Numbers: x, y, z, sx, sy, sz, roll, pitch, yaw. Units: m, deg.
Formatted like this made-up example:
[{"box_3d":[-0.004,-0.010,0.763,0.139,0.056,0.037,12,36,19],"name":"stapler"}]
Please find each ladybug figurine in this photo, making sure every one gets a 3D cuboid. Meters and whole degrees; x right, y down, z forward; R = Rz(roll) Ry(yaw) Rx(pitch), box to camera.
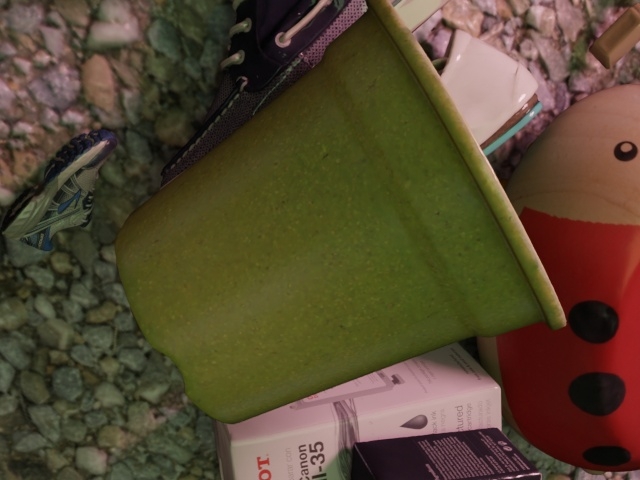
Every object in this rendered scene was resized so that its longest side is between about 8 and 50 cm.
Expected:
[{"box_3d":[0.320,0.070,0.872,0.304,0.162,0.450,-11,116,-12],"name":"ladybug figurine"}]

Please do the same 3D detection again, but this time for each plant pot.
[{"box_3d":[0.000,0.000,0.628,0.253,0.276,0.276,-29,113,9],"name":"plant pot"}]

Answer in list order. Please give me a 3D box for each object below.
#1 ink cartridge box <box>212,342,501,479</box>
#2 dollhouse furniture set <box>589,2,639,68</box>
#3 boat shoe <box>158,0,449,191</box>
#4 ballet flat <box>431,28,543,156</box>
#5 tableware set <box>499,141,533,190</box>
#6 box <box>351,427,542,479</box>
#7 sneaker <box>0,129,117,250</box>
[{"box_3d":[0.040,0.244,0.892,0.282,0.117,0.207,-9,110,-13],"name":"ink cartridge box"},{"box_3d":[0.325,-0.241,0.874,0.114,0.091,0.081,-46,157,26],"name":"dollhouse furniture set"},{"box_3d":[-0.045,-0.179,0.749,0.340,0.127,0.158,-41,96,0],"name":"boat shoe"},{"box_3d":[0.034,-0.047,0.807,0.400,0.139,0.139,-43,113,-3],"name":"ballet flat"},{"box_3d":[0.260,-0.043,0.913,0.154,0.024,0.104,16,107,-20],"name":"tableware set"},{"box_3d":[0.113,0.274,0.807,0.158,0.093,0.156,-2,108,-17],"name":"box"},{"box_3d":[-0.229,-0.044,0.771,0.135,0.052,0.058,-43,123,9],"name":"sneaker"}]
